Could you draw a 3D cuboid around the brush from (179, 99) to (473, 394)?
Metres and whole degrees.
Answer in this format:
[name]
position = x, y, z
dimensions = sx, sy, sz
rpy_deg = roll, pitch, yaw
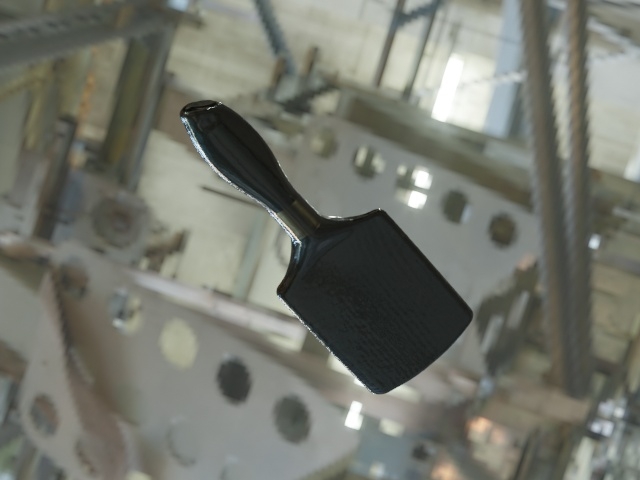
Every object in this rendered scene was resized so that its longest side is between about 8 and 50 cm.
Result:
[brush]
position = 0.000, 0.000, 0.770
dimensions = 0.063, 0.016, 0.193
rpy_deg = -40, -51, 2
